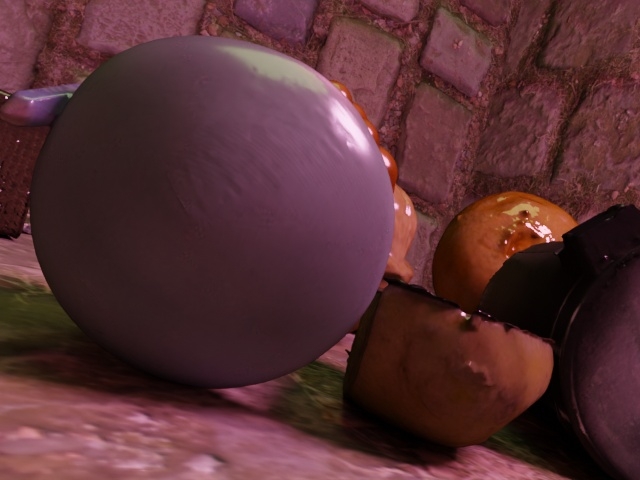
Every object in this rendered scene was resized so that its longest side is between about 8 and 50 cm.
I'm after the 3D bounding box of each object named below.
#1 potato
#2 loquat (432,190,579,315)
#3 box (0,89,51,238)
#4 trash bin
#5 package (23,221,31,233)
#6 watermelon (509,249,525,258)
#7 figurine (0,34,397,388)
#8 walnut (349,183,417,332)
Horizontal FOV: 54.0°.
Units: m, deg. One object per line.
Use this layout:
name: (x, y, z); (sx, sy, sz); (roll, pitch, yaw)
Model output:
potato: (0.090, 0.094, 0.476); (0.138, 0.098, 0.243); (18, -3, 4)
loquat: (0.381, 0.064, 1.267); (0.328, 0.328, 0.328); (17, 0, 0)
box: (-0.474, -0.125, 0.832); (0.143, 0.184, 0.273); (18, 0, -41)
trash bin: (0.275, 0.093, 0.598); (0.252, 0.203, 0.301); (57, 1, 2)
package: (-0.391, -0.012, 0.902); (0.037, 0.015, 0.110); (10, -6, 41)
watermelon: (0.404, 0.124, 0.983); (0.213, 0.201, 0.261); (22, 12, -38)
figurine: (-0.069, 0.015, 0.490); (0.224, 0.205, 0.382); (7, -17, -1)
walnut: (0.000, 0.000, 0.770); (0.257, 0.224, 0.257); (25, 0, 0)
